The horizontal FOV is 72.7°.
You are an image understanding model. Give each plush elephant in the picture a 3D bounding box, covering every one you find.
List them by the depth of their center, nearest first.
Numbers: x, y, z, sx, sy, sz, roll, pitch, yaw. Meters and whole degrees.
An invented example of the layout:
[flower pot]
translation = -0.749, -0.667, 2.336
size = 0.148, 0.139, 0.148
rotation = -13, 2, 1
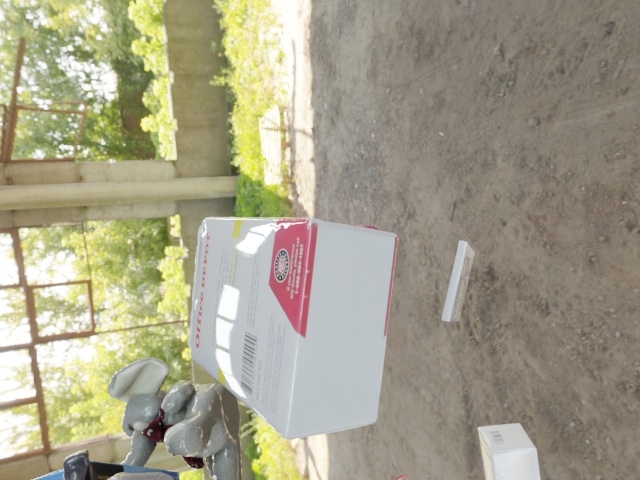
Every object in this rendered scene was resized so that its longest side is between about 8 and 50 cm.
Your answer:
[plush elephant]
translation = -0.314, 0.388, 0.911
size = 0.330, 0.255, 0.272
rotation = -100, -6, -56

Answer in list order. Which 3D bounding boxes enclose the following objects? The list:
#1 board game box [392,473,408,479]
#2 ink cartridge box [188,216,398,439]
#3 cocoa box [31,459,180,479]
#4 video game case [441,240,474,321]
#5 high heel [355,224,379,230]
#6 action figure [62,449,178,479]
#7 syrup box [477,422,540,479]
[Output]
[board game box]
translation = 0.097, 0.701, 1.085
size = 0.027, 0.281, 0.145
rotation = 44, 139, 37
[ink cartridge box]
translation = -0.073, 0.105, 0.726
size = 0.385, 0.160, 0.279
rotation = 6, 90, 55
[cocoa box]
translation = -0.365, 0.496, 0.660
size = 0.347, 0.231, 0.228
rotation = 80, 170, -59
[video game case]
translation = 0.343, 0.106, 1.076
size = 0.022, 0.173, 0.190
rotation = 13, 87, 26
[high heel]
translation = 0.102, 0.084, 1.088
size = 0.117, 0.082, 0.244
rotation = 19, 93, 27
[action figure]
translation = -0.149, 0.385, 0.450
size = 0.330, 0.178, 0.341
rotation = -1, 96, 53
[syrup box]
translation = 0.411, 0.527, 0.931
size = 0.093, 0.096, 0.237
rotation = -60, -39, -80
